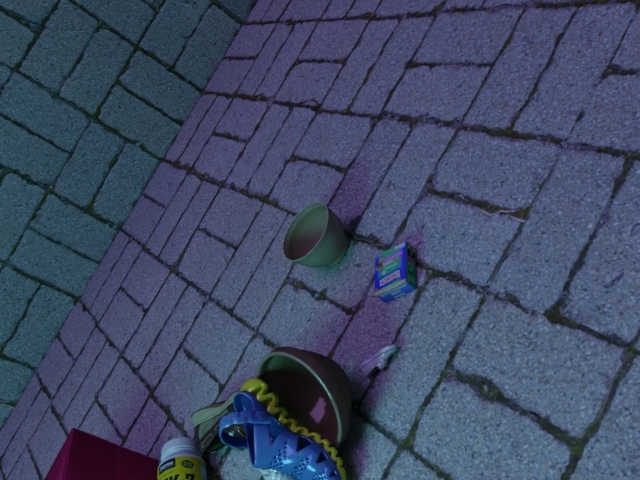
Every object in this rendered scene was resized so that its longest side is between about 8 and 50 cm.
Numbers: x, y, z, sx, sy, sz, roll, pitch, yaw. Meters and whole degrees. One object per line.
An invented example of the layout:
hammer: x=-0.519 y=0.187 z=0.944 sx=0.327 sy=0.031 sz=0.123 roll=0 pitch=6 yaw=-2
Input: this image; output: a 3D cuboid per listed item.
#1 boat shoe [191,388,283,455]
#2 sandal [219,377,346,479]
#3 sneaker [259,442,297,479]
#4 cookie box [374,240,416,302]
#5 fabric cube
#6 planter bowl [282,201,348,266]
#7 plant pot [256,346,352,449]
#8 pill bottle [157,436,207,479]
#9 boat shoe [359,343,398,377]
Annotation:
boat shoe: x=-0.180 y=0.426 z=1.738 sx=0.342 sy=0.123 sz=0.123 roll=-28 pitch=58 yaw=37
sandal: x=-0.086 y=0.417 z=1.493 sx=0.317 sy=0.138 sz=0.126 roll=33 pitch=129 yaw=29
sneaker: x=-0.092 y=0.484 z=1.576 sx=0.087 sy=0.092 sz=0.229 roll=-43 pitch=36 yaw=18
cookie box: x=0.163 y=0.069 z=1.634 sx=0.092 sy=0.040 sz=0.107 roll=-29 pitch=43 yaw=37
fabric cube: x=-0.563 y=0.666 z=1.844 sx=0.254 sy=0.259 sz=0.258 roll=-60 pitch=20 yaw=8
planter bowl: x=0.000 y=0.000 z=1.848 sx=0.162 sy=0.109 sz=0.162 roll=-33 pitch=40 yaw=34
plant pot: x=-0.013 y=0.314 z=1.551 sx=0.109 sy=0.237 sz=0.237 roll=-29 pitch=11 yaw=-40
pill bottle: x=-0.329 y=0.584 z=1.784 sx=0.119 sy=0.119 sz=0.208 roll=-44 pitch=35 yaw=21
boat shoe: x=0.124 y=0.250 z=1.546 sx=0.100 sy=0.035 sz=0.035 roll=-38 pitch=64 yaw=22
